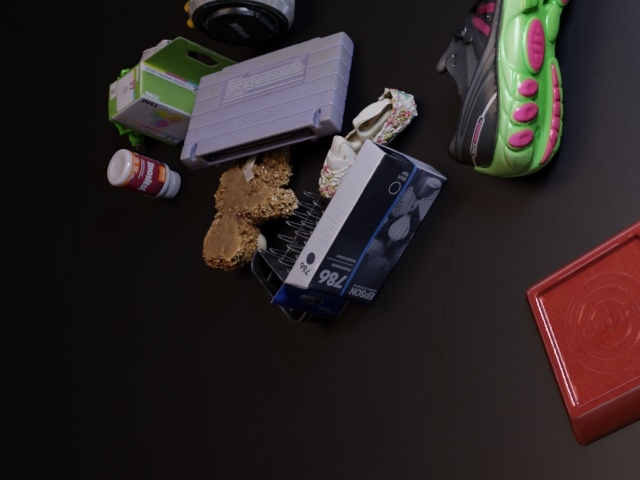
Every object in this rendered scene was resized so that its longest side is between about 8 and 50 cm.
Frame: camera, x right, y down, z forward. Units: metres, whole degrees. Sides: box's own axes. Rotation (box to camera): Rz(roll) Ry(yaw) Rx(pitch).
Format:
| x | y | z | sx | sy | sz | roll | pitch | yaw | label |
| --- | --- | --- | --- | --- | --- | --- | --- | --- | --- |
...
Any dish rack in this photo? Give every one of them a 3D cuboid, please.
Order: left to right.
| x | y | z | sx | sy | sz | roll | pitch | yaw | label |
| --- | --- | --- | --- | --- | --- | --- | --- | --- | --- |
| 0.000 | 0.000 | 1.893 | 0.271 | 0.074 | 0.208 | -58 | 44 | 15 | dish rack |

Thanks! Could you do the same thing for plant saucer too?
| x | y | z | sx | sy | sz | roll | pitch | yaw | label |
| --- | --- | --- | --- | --- | --- | --- | --- | --- | --- |
| 0.408 | 0.115 | 1.428 | 0.258 | 0.047 | 0.259 | -37 | 51 | 33 | plant saucer |

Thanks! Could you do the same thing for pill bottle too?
| x | y | z | sx | sy | sz | roll | pitch | yaw | label |
| --- | --- | --- | --- | --- | --- | --- | --- | --- | --- |
| -0.393 | -0.144 | 2.312 | 0.086 | 0.152 | 0.086 | -19 | 63 | 42 | pill bottle |

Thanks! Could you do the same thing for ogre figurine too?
| x | y | z | sx | sy | sz | roll | pitch | yaw | label |
| --- | --- | --- | --- | --- | --- | --- | --- | --- | --- |
| -0.443 | -0.298 | 2.432 | 0.197 | 0.097 | 0.118 | -54 | 45 | 44 | ogre figurine |

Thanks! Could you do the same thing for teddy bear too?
| x | y | z | sx | sy | sz | roll | pitch | yaw | label |
| --- | --- | --- | --- | --- | --- | --- | --- | --- | --- |
| -0.128 | -0.092 | 2.058 | 0.245 | 0.113 | 0.338 | -17 | 57 | 36 | teddy bear |

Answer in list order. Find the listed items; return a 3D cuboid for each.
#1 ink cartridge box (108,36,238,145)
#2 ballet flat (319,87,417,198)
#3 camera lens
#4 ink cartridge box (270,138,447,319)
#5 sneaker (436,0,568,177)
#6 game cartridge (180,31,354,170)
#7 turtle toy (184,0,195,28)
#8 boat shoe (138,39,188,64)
| x | y | z | sx | sy | sz | roll | pitch | yaw | label |
| --- | --- | --- | --- | --- | --- | --- | --- | --- | --- |
| -0.318 | -0.325 | 2.265 | 0.255 | 0.189 | 0.097 | -25 | 58 | 40 | ink cartridge box |
| 0.069 | -0.181 | 1.840 | 0.241 | 0.077 | 0.091 | -47 | 44 | 7 | ballet flat |
| -0.159 | -0.560 | 2.151 | 0.219 | 0.219 | 0.274 | -14 | 66 | 44 | camera lens |
| 0.065 | 0.002 | 1.752 | 0.065 | 0.165 | 0.333 | 46 | 111 | 44 | ink cartridge box |
| 0.277 | -0.338 | 1.627 | 0.202 | 0.185 | 0.483 | -2 | 74 | 43 | sneaker |
| -0.104 | -0.273 | 2.032 | 0.355 | 0.068 | 0.230 | -11 | 49 | 30 | game cartridge |
| -0.256 | -0.520 | 2.358 | 0.095 | 0.066 | 0.130 | -37 | 53 | 33 | turtle toy |
| -0.375 | -0.449 | 2.475 | 0.184 | 0.066 | 0.063 | -12 | 68 | 55 | boat shoe |
